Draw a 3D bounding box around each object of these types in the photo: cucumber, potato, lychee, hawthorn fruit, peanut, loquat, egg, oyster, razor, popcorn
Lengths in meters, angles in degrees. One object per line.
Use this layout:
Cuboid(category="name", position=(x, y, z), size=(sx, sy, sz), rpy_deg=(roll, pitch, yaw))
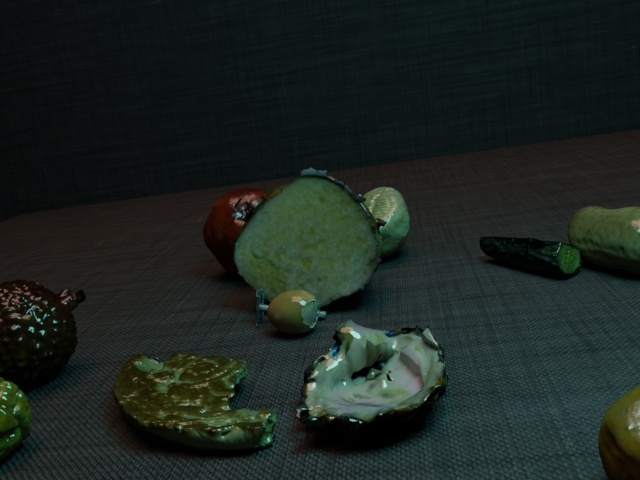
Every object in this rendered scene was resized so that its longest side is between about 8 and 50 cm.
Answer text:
Cuboid(category="cucumber", position=(0.413, 0.033, 1.273), size=(0.078, 0.062, 0.211), rpy_deg=(22, -9, -30))
Cuboid(category="potato", position=(0.000, 0.000, 1.315), size=(0.301, 0.289, 0.237), rpy_deg=(-35, -11, 14))
Cuboid(category="lychee", position=(-0.515, 0.157, 1.092), size=(0.238, 0.200, 0.200), rpy_deg=(-32, 22, -20))
Cuboid(category="hawthorn fruit", position=(-0.166, -0.032, 1.486), size=(0.211, 0.211, 0.299), rpy_deg=(-13, -15, -15))
Cuboid(category="peanut", position=(0.563, -0.007, 1.205), size=(0.137, 0.122, 0.253), rpy_deg=(-14, 10, -19))
Cuboid(category="loquat", position=(0.330, 0.195, 0.582), size=(0.137, 0.113, 0.137), rpy_deg=(2, 24, -1))
Cuboid(category="egg", position=(-0.050, 0.127, 1.131), size=(0.096, 0.080, 0.080), rpy_deg=(5, 19, 32))
Cuboid(category="oyster", position=(0.071, 0.180, 0.854), size=(0.198, 0.092, 0.260), rpy_deg=(-6, 24, 12))
Cuboid(category="razor", position=(-0.056, 0.133, 1.188), size=(0.135, 0.068, 0.040), rpy_deg=(5, 19, 10))
Cuboid(category="popcorn", position=(-0.453, 0.248, 0.857), size=(0.116, 0.121, 0.106), rpy_deg=(-4, -20, -6))

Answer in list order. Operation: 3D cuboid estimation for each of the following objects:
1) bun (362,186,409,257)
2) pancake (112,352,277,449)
Cuboid(category="bun", position=(0.119, -0.024, 1.505), size=(0.220, 0.134, 0.220), rpy_deg=(-29, 26, 16))
Cuboid(category="pancake", position=(-0.187, 0.223, 0.917), size=(0.197, 0.054, 0.376), rpy_deg=(-20, 20, -31))
